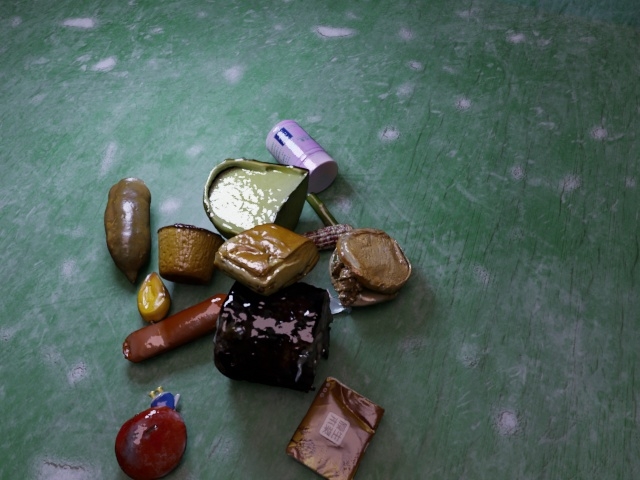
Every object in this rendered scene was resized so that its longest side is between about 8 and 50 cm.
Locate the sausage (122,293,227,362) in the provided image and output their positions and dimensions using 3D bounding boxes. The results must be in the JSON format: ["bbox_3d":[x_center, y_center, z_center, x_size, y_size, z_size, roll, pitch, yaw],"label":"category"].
[{"bbox_3d":[-0.406,0.259,1.400,0.348,0.094,0.097,-24,65,-6],"label":"sausage"}]

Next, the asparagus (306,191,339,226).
[{"bbox_3d":[0.013,-0.091,1.643,0.045,0.041,0.178,-41,75,11],"label":"asparagus"}]

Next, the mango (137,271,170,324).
[{"bbox_3d":[-0.516,0.179,1.475,0.101,0.066,0.187,-22,54,-2],"label":"mango"}]

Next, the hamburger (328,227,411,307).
[{"bbox_3d":[0.146,0.084,1.452,0.243,0.146,0.286,28,47,3],"label":"hamburger"}]

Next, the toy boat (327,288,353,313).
[{"bbox_3d":[0.044,0.194,1.459,0.149,0.034,0.105,-40,61,-22],"label":"toy boat"}]

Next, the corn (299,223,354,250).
[{"bbox_3d":[0.000,0.000,1.566,0.237,0.079,0.079,-14,58,-2],"label":"corn"}]

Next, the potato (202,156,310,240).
[{"bbox_3d":[-0.229,-0.105,1.538,0.280,0.213,0.330,24,58,10],"label":"potato"}]

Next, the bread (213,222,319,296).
[{"bbox_3d":[-0.137,0.037,1.256,0.210,0.099,0.235,26,36,32],"label":"bread"}]

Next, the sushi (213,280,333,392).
[{"bbox_3d":[-0.124,0.244,1.280,0.294,0.299,0.281,13,59,9],"label":"sushi"}]

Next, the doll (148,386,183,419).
[{"bbox_3d":[-0.415,0.463,1.294,0.098,0.058,0.143,-32,64,-27],"label":"doll"}]

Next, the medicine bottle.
[{"bbox_3d":[-0.067,-0.300,1.710,0.152,0.152,0.254,-33,62,-18],"label":"medicine bottle"}]

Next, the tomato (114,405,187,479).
[{"bbox_3d":[-0.443,0.521,1.207,0.189,0.099,0.173,-27,73,4],"label":"tomato"}]

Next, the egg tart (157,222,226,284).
[{"bbox_3d":[-0.406,0.043,1.486,0.215,0.215,0.171,3,72,4],"label":"egg tart"}]

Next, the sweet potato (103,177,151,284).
[{"bbox_3d":[-0.628,-0.036,1.565,0.157,0.158,0.370,-12,57,-6],"label":"sweet potato"}]

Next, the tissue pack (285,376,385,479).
[{"bbox_3d":[0.041,0.495,1.237,0.183,0.092,0.226,26,64,17],"label":"tissue pack"}]
